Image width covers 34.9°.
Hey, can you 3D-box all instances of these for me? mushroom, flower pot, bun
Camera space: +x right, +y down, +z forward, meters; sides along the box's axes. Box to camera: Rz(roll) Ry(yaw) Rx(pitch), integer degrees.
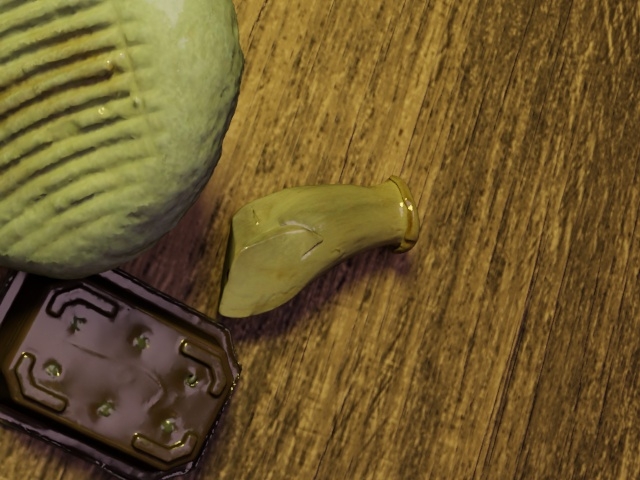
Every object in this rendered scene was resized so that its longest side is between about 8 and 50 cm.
[{"bbox_3d":[-0.008,-0.007,1.048,0.247,0.096,0.108,-21,68,-29],"label":"mushroom"},{"bbox_3d":[-0.190,0.121,0.944,0.251,0.084,0.179,30,77,-19],"label":"flower pot"},{"bbox_3d":[-0.225,-0.151,0.855,0.362,0.211,0.362,3,106,11],"label":"bun"}]
